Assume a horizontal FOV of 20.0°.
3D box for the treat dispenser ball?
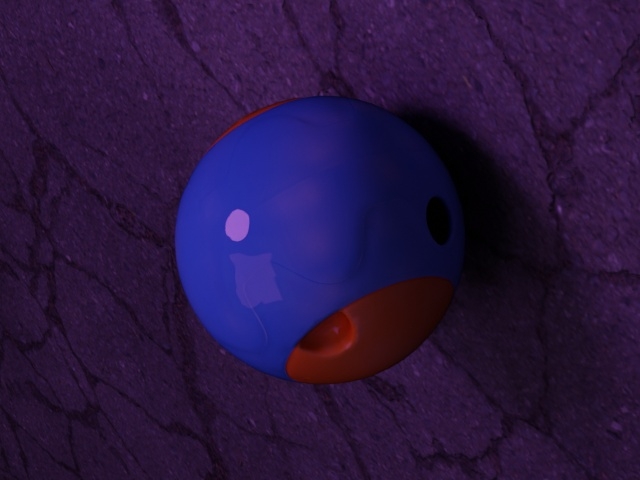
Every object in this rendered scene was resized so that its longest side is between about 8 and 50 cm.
[{"bbox_3d":[0.000,0.000,1.799,0.288,0.288,0.288,39,148,31],"label":"treat dispenser ball"}]
